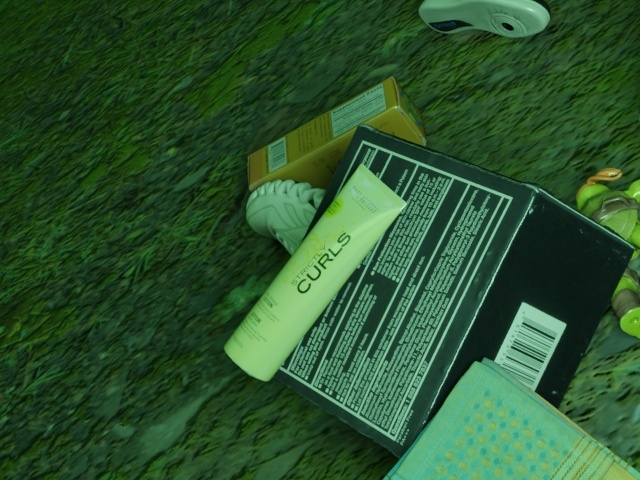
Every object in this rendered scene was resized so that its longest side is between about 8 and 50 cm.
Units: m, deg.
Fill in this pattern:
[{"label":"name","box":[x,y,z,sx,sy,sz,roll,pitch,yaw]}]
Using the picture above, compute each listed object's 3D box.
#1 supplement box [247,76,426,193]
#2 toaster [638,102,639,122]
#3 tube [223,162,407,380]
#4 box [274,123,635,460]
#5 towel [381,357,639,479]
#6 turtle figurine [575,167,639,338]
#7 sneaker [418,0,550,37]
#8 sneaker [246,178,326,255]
[{"label":"supplement box","box":[0.020,-0.118,2.003,0.233,0.078,0.080,-26,37,20]},{"label":"toaster","box":[0.423,-0.156,1.574,0.227,0.146,0.129,24,62,7]},{"label":"tube","box":[-0.008,0.034,1.576,0.240,0.070,0.062,-52,-7,8]},{"label":"box","box":[0.119,0.068,1.600,0.294,0.183,0.296,27,90,50]},{"label":"towel","box":[0.202,0.311,1.344,0.370,0.040,0.271,37,81,25]},{"label":"turtle figurine","box":[0.328,-0.012,1.618,0.269,0.087,0.217,-37,38,7]},{"label":"sneaker","box":[0.233,-0.339,2.024,0.217,0.079,0.121,11,63,48]},{"label":"sneaker","box":[0.000,0.000,1.892,0.292,0.110,0.118,12,71,47]}]
